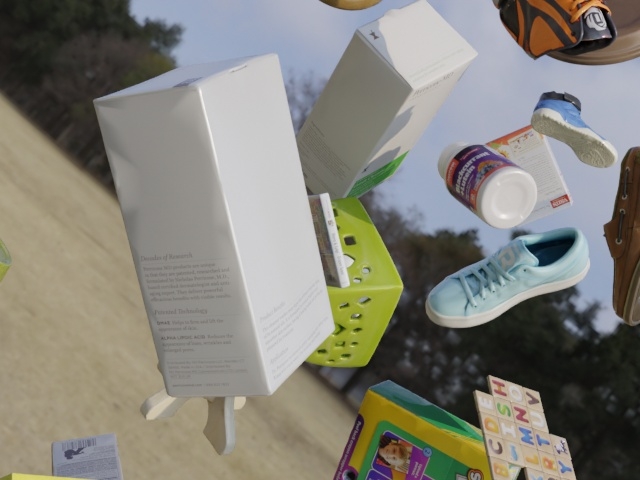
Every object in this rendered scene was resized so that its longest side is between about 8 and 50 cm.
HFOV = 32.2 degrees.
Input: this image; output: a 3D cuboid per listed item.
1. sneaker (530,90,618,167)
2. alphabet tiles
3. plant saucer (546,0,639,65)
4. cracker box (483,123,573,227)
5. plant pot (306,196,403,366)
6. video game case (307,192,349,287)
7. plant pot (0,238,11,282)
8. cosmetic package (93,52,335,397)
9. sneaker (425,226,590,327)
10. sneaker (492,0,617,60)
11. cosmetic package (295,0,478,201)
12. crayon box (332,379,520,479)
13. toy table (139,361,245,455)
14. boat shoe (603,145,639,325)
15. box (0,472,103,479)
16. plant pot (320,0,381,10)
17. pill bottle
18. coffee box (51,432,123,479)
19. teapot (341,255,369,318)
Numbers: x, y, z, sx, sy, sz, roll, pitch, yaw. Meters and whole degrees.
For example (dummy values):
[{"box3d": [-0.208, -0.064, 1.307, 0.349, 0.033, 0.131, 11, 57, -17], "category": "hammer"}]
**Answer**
[{"box3d": [0.402, -0.179, 1.731, 0.152, 0.085, 0.058, 28, -40, -4], "category": "sneaker"}, {"box3d": [0.332, 0.331, 1.773, 0.198, 0.009, 0.237, 21, 44, -31], "category": "alphabet tiles"}, {"box3d": [0.472, -0.406, 1.884, 0.278, 0.278, 0.041, 36, -22, 34], "category": "plant saucer"}, {"box3d": [0.531, -0.169, 2.842, 0.232, 0.155, 0.067, 67, 19, -2], "category": "cracker box"}, {"box3d": [-0.016, 0.081, 1.935, 0.228, 0.207, 0.227, 109, -35, -42], "category": "plant pot"}, {"box3d": [0.000, 0.000, 1.710, 0.157, 0.019, 0.143, 180, -104, -74], "category": "video game case"}, {"box3d": [-0.676, 0.082, 1.867, 0.275, 0.293, 0.275, 52, 2, -2], "category": "plant pot"}, {"box3d": [-0.120, -0.022, 1.372, 0.217, 0.156, 0.385, -36, 117, -61], "category": "cosmetic package"}, {"box3d": [0.384, 0.057, 2.310, 0.150, 0.365, 0.135, 74, -9, -51], "category": "sneaker"}, {"box3d": [0.390, -0.378, 1.572, 0.321, 0.124, 0.180, -49, -124, 45], "category": "sneaker"}, {"box3d": [0.099, -0.239, 2.002, 0.155, 0.197, 0.365, 49, -38, 12], "category": "cosmetic package"}, {"box3d": [0.181, 0.506, 2.151, 0.313, 0.363, 0.106, 26, 16, 25], "category": "crayon box"}, {"box3d": [-0.217, 0.268, 2.130, 0.274, 0.161, 0.252, 12, 29, -39], "category": "toy table"}, {"box3d": [0.540, -0.010, 1.887, 0.104, 0.307, 0.110, 25, 24, 38], "category": "boat shoe"}, {"box3d": [-0.347, 0.367, 1.539, 0.232, 0.087, 0.058, 16, 57, -43], "category": "box"}, {"box3d": [0.045, -0.513, 1.903, 0.236, 0.236, 0.032, 42, -21, -15], "category": "plant pot"}, {"box3d": [0.275, -0.102, 1.882, 0.108, 0.108, 0.193, 44, 2, -30], "category": "pill bottle"}, {"box3d": [-0.375, 0.460, 1.831, 0.297, 0.118, 0.168, -134, -142, -69], "category": "coffee box"}, {"box3d": [0.020, 0.112, 2.554, 0.256, 0.187, 0.252, 3, -1, 1], "category": "teapot"}]
